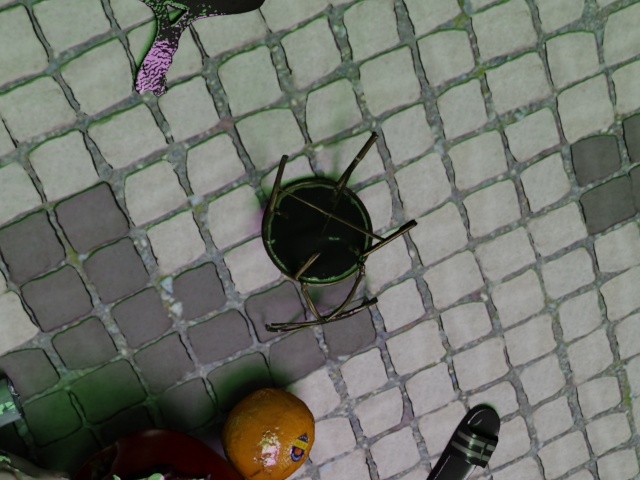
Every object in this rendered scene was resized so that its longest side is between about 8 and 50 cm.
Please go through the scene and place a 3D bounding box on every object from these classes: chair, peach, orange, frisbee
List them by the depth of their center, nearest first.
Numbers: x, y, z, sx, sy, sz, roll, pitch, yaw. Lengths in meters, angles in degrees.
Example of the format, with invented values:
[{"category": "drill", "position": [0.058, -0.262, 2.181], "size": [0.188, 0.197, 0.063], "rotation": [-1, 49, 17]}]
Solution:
[{"category": "frisbee", "position": [-0.182, -0.256, 1.591], "size": [0.211, 0.012, 0.187], "rotation": [14, 113, -27]}, {"category": "chair", "position": [0.000, 0.000, 1.737], "size": [0.159, 0.170, 0.326], "rotation": [-17, 166, -16]}, {"category": "peach", "position": [-0.194, 0.390, 1.835], "size": [0.361, 0.201, 0.258], "rotation": [37, 99, -29]}, {"category": "orange", "position": [-0.076, 0.268, 1.865], "size": [0.135, 0.117, 0.136], "rotation": [-46, 145, -46]}]

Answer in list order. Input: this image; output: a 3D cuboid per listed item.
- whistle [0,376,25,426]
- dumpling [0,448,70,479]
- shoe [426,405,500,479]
[{"category": "whistle", "position": [-0.531, 0.260, 1.718], "size": [0.312, 0.062, 0.062], "rotation": [-23, 124, -8]}, {"category": "dumpling", "position": [-0.466, 0.336, 1.729], "size": [0.293, 0.204, 0.163], "rotation": [-21, 108, -6]}, {"category": "shoe", "position": [0.225, 0.337, 2.061], "size": [0.071, 0.049, 0.179], "rotation": [22, 108, -31]}]
